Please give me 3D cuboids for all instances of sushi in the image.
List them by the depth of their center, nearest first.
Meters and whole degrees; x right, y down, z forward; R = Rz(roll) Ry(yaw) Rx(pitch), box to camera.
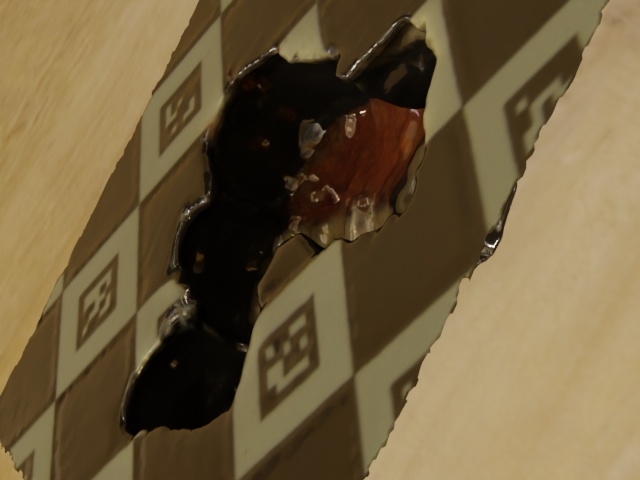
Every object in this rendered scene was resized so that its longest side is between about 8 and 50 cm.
[{"bbox_3d":[0.000,0.000,0.461,0.047,0.231,0.219,26,93,-27],"label":"sushi"}]
